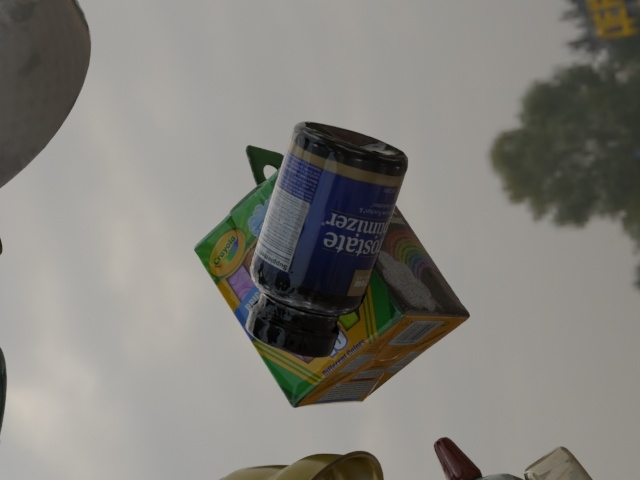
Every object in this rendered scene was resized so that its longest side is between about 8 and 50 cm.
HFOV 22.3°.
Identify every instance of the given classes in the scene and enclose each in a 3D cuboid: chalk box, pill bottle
[{"bbox_3d":[-0.005,0.021,1.835,0.289,0.179,0.180,56,-158,20],"label":"chalk box"},{"bbox_3d":[0.000,0.000,1.634,0.123,0.123,0.219,-35,-37,-74],"label":"pill bottle"}]

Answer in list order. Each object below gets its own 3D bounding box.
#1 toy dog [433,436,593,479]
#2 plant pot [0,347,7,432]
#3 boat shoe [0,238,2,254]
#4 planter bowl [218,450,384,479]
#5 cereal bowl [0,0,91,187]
[{"bbox_3d":[0.160,0.267,1.254,0.161,0.220,0.333,-120,17,-49],"label":"toy dog"},{"bbox_3d":[-0.445,0.177,1.697,0.293,0.196,0.293,9,-90,-84],"label":"plant pot"},{"bbox_3d":[-0.405,-0.005,1.708,0.048,0.153,0.056,-42,-38,-44],"label":"boat shoe"},{"bbox_3d":[-0.049,0.234,1.190,0.217,0.090,0.217,-44,-33,-39],"label":"planter bowl"},{"bbox_3d":[-0.365,-0.159,1.305,0.141,0.339,0.339,68,-162,-46],"label":"cereal bowl"}]
